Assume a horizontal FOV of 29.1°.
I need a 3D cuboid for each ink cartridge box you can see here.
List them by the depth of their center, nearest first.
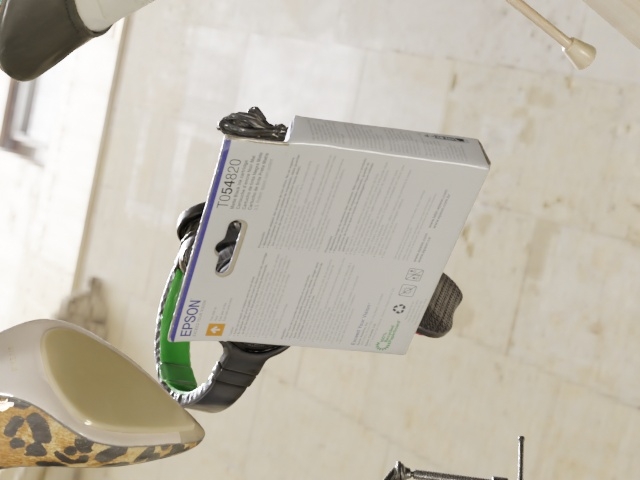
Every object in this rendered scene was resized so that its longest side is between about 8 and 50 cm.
[{"bbox_3d":[0.000,0.000,1.026,0.224,0.223,0.045,5,-141,-20],"label":"ink cartridge box"}]

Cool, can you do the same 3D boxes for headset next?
[{"bbox_3d":[-0.121,0.027,1.512,0.185,0.394,0.243,17,-154,-30],"label":"headset"}]

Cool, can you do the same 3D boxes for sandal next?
[{"bbox_3d":[0.118,0.078,1.382,0.067,0.040,0.179,49,-159,5],"label":"sandal"}]

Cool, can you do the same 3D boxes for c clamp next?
[{"bbox_3d":[0.130,0.255,1.227,0.160,0.137,0.022,4,143,-5],"label":"c clamp"}]

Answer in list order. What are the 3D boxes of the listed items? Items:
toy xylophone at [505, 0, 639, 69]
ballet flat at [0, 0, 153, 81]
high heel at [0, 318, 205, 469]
[{"bbox_3d":[0.271,-0.264,1.149,0.322,0.081,0.236,37,156,-32],"label":"toy xylophone"},{"bbox_3d":[-0.140,-0.233,0.890,0.096,0.280,0.095,16,161,23],"label":"ballet flat"},{"bbox_3d":[-0.227,0.137,0.847,0.261,0.186,0.093,21,-141,-28],"label":"high heel"}]
